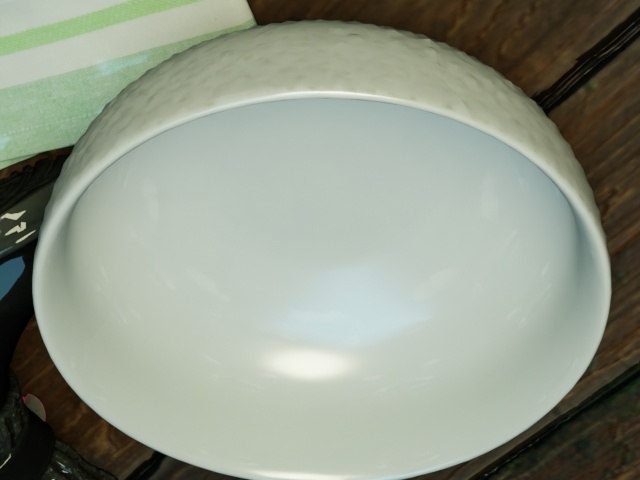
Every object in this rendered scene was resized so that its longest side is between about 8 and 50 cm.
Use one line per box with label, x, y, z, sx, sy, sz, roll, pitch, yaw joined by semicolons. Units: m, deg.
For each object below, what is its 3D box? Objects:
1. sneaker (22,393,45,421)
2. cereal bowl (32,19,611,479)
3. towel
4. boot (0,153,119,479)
sneaker;-0.283;0.136;1.021;0.119;0.047;0.057;27;139;-10
cereal bowl;0.000;0.000;0.780;0.339;0.141;0.339;0;135;0
towel;-0.195;-0.192;0.746;0.247;0.038;0.325;-13;125;19
boot;-0.222;0.117;0.905;0.348;0.131;0.260;-34;108;24
